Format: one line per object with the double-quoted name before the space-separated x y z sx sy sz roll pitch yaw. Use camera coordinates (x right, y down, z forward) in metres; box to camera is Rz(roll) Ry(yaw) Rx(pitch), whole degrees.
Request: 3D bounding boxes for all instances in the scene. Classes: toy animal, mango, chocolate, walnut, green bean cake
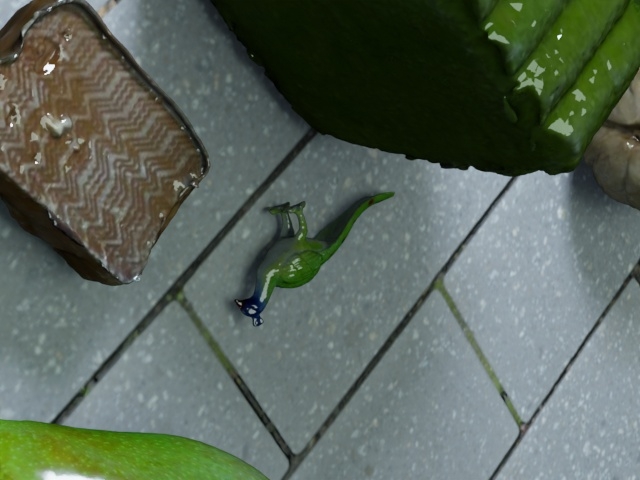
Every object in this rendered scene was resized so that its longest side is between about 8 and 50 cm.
"toy animal" -0.007 -0.013 1.406 0.217 0.041 0.075 -44 123 -37
"mango" -0.148 0.247 1.186 0.382 0.201 0.225 33 92 -29
"chocolate" -0.192 -0.076 1.185 0.214 0.093 0.148 50 59 -35
"walnut" 0.379 -0.114 1.686 0.230 0.178 0.178 5 90 -56
"green bean cake" 0.084 -0.224 1.272 0.319 0.335 0.218 51 61 -39
